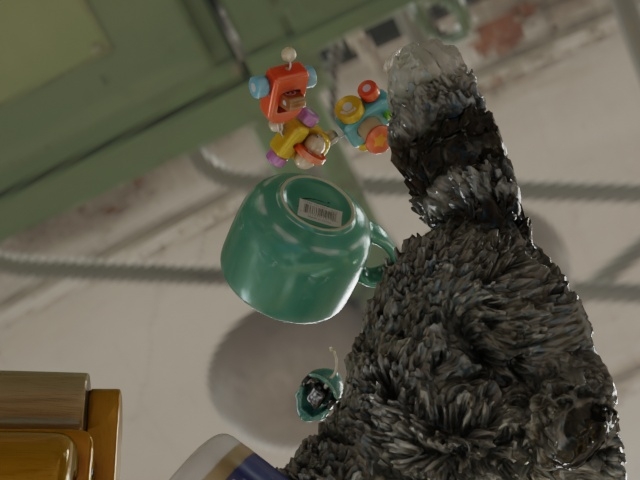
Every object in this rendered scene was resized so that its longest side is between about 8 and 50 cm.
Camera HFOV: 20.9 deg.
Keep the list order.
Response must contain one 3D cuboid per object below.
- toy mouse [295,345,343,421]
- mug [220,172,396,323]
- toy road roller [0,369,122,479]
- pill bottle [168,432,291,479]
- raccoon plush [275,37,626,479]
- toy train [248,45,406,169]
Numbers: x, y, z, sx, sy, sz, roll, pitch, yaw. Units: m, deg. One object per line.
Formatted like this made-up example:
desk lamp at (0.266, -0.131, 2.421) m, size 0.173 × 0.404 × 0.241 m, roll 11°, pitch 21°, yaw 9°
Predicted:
toy mouse at (0.031, 0.153, 1.589) m, size 0.161 × 0.143 × 0.031 m, roll 3°, pitch -153°, yaw 39°
mug at (-0.008, -0.005, 1.628) m, size 0.157 × 0.097 × 0.129 m, roll -21°, pitch -122°, yaw -41°
toy road roller at (-0.321, 0.249, 1.847) m, size 0.202 × 0.240 × 0.329 m, roll 1°, pitch -129°, yaw -3°
pill bottle at (-0.006, 0.171, 0.768) m, size 0.169 × 0.094 × 0.094 m, roll 38°, pitch -119°, yaw 8°
raccoon plush at (0.029, 0.092, 1.307) m, size 0.299 × 0.216 × 0.446 m, roll -16°, pitch -124°, yaw -6°
toy train at (0.013, -0.111, 1.489) m, size 0.166 × 0.125 × 0.046 m, roll -12°, pitch -132°, yaw -31°
